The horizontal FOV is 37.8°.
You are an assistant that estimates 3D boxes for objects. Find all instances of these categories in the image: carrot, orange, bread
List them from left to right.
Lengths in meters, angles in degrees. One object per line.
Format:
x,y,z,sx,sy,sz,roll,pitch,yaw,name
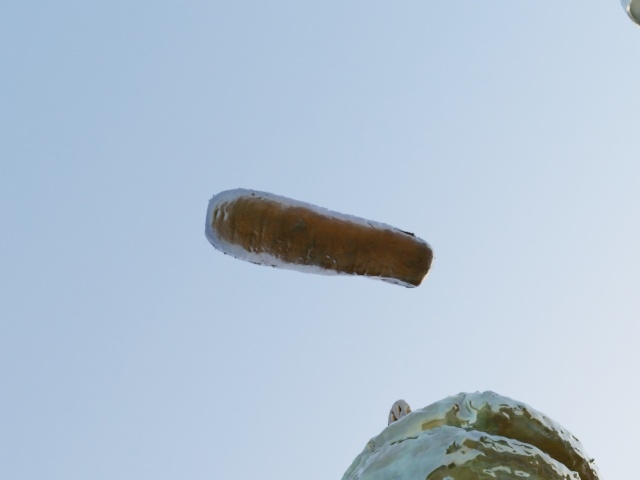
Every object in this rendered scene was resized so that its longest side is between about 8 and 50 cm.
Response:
0.000,0.000,0.732,0.186,0.060,0.060,12,-94,-1,carrot
0.132,0.305,1.471,0.025,0.110,0.110,-1,-89,-18,bread
0.117,0.288,0.791,0.210,0.271,0.368,65,-145,-56,orange

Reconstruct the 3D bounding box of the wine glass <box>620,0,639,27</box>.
0.419,-0.384,1.160,0.165,0.165,0.196,-4,-121,-24,wine glass
